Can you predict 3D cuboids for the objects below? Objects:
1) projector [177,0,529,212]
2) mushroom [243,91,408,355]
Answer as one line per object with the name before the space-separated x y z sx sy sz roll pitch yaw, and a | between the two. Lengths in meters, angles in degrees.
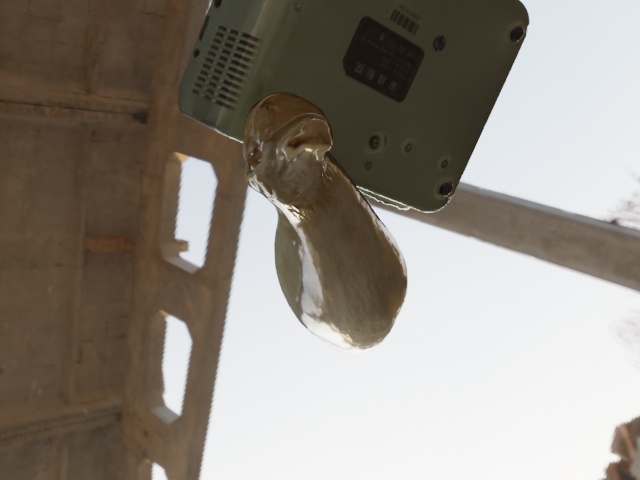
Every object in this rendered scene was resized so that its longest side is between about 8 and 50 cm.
projector | 0.035 -0.145 0.620 0.251 0.108 0.198 18 -80 -40
mushroom | 0.000 0.000 0.550 0.093 0.116 0.225 -39 -36 -9
